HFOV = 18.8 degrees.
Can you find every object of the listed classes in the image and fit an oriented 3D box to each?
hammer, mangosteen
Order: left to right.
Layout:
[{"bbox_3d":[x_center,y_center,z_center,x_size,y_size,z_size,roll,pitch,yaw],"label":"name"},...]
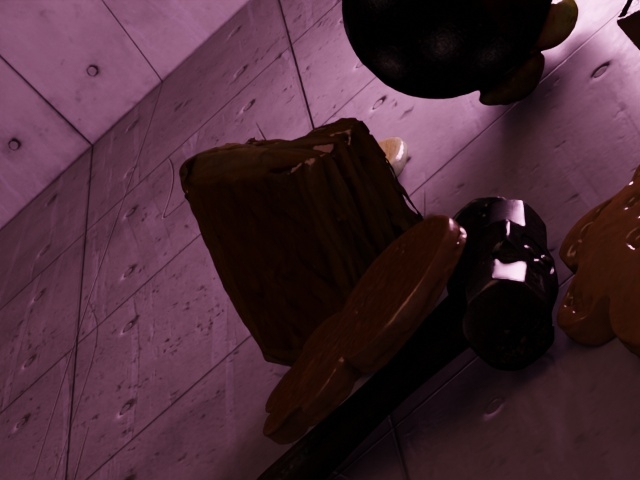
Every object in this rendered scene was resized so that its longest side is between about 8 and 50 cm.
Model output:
[{"bbox_3d":[0.080,0.144,1.967,0.409,0.095,0.242,-46,15,16],"label":"hammer"},{"bbox_3d":[0.169,-0.294,2.387,0.288,0.288,0.288,-39,19,17],"label":"mangosteen"}]

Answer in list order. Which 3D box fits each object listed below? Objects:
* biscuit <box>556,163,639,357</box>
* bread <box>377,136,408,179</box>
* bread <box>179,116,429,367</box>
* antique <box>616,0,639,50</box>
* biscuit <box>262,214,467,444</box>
[{"bbox_3d":[0.329,0.000,1.772,0.275,0.052,0.355,-43,18,7],"label":"biscuit"},{"bbox_3d":[0.072,-0.088,2.530,0.112,0.036,0.193,-37,16,9],"label":"bread"},{"bbox_3d":[0.000,0.000,2.195,0.167,0.277,0.324,-28,10,-27],"label":"bread"},{"bbox_3d":[0.461,-0.283,2.040,0.310,0.087,0.093,-25,26,47],"label":"antique"},{"bbox_3d":[0.046,0.091,1.939,0.288,0.044,0.202,-51,13,13],"label":"biscuit"}]
